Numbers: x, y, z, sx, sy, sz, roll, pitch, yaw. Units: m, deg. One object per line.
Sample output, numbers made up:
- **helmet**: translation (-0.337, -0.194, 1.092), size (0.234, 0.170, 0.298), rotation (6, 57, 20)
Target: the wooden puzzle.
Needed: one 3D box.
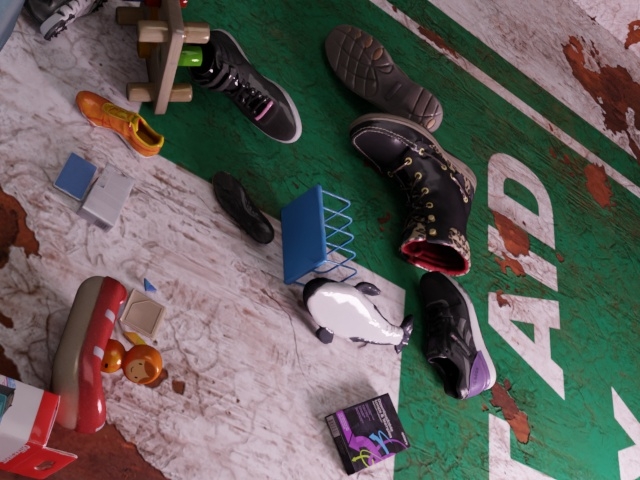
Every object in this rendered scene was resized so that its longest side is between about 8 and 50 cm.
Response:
- **wooden puzzle**: translation (-0.298, 0.125, 1.388), size (0.078, 0.014, 0.116), rotation (43, 44, -20)

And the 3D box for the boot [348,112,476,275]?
- **boot**: translation (0.215, -0.103, 1.898), size (0.377, 0.138, 0.284), rotation (31, 48, -31)

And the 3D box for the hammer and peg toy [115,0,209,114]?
- **hammer and peg toy**: translation (-0.282, -0.433, 1.498), size (0.127, 0.361, 0.266), rotation (-4, 65, -21)

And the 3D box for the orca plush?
- **orca plush**: translation (0.066, 0.126, 1.647), size (0.287, 0.151, 0.102), rotation (13, 26, -33)

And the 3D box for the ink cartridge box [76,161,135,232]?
- **ink cartridge box**: translation (-0.369, -0.076, 1.435), size (0.063, 0.029, 0.115), rotation (34, 46, -21)

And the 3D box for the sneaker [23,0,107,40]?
- **sneaker**: translation (-0.468, -0.469, 1.552), size (0.106, 0.078, 0.234), rotation (47, 46, -12)

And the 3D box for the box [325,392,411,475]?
- **box**: translation (0.092, 0.364, 1.574), size (0.162, 0.029, 0.116), rotation (-10, 72, -46)

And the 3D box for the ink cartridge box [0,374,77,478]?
- **ink cartridge box**: translation (-0.443, 0.236, 1.101), size (0.231, 0.134, 0.078), rotation (28, 49, -27)

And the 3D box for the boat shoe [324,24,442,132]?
- **boat shoe**: translation (0.147, -0.376, 2.016), size (0.355, 0.132, 0.130), rotation (47, 3, 10)

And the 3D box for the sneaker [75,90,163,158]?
- **sneaker**: translation (-0.360, -0.221, 1.505), size (0.175, 0.067, 0.064), rotation (33, 49, -20)

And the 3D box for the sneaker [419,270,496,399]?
- **sneaker**: translation (0.272, 0.201, 1.782), size (0.124, 0.107, 0.283), rotation (-15, 75, -39)

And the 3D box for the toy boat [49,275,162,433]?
- **toy boat**: translation (-0.310, 0.175, 1.230), size (0.151, 0.151, 0.231), rotation (16, 54, -11)

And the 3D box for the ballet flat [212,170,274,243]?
- **ballet flat**: translation (-0.154, -0.061, 1.615), size (0.057, 0.049, 0.173), rotation (-37, 91, -4)

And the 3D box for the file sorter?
- **file sorter**: translation (0.000, 0.000, 1.651), size (0.104, 0.118, 0.170), rotation (19, 54, -36)

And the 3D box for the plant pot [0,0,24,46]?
- **plant pot**: translation (-0.586, -0.396, 1.277), size (0.248, 0.252, 0.247), rotation (31, 47, -24)

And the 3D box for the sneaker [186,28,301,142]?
- **sneaker**: translation (-0.166, -0.304, 1.678), size (0.296, 0.104, 0.147), rotation (50, 26, 3)

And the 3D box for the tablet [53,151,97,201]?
- **tablet**: translation (-0.421, -0.110, 1.427), size (0.054, 0.006, 0.083), rotation (33, 47, -22)
